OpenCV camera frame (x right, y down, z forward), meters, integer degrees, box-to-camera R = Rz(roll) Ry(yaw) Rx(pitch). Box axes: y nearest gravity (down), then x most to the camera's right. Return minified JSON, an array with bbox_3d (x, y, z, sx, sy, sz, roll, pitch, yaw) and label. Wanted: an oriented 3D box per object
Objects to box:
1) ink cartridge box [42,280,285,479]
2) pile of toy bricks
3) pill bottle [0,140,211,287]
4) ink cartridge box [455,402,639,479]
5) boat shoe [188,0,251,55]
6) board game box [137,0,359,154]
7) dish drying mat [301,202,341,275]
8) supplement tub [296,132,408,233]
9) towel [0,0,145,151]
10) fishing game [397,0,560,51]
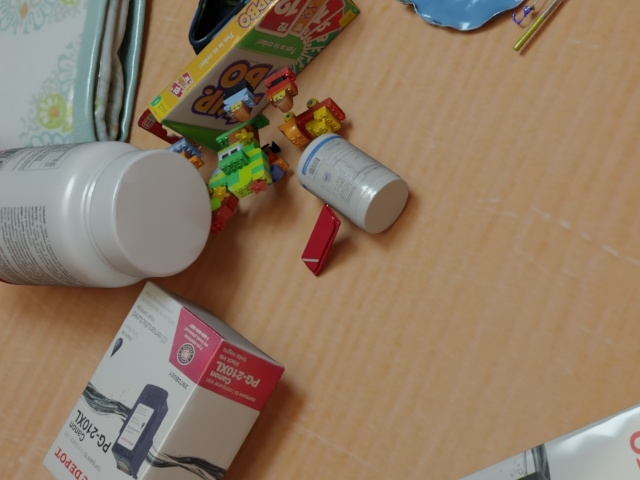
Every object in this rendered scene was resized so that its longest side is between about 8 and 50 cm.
[{"bbox_3d":[-0.170,0.189,1.579,0.172,0.100,0.237,32,92,51],"label":"ink cartridge box"},{"bbox_3d":[-0.079,-0.086,1.617,0.212,0.118,0.105,-29,44,20],"label":"pile of toy bricks"},{"bbox_3d":[-0.262,-0.028,1.644,0.283,0.160,0.160,0,75,45],"label":"pill bottle"},{"bbox_3d":[0.223,0.304,1.338,0.307,0.129,0.223,-26,64,19],"label":"ink cartridge box"},{"bbox_3d":[-0.075,-0.320,1.710,0.109,0.089,0.258,11,80,30],"label":"boat shoe"},{"bbox_3d":[-0.081,-0.195,1.655,0.259,0.124,0.039,-42,61,12],"label":"board game box"},{"bbox_3d":[0.000,0.000,1.593,0.032,0.008,0.083,55,141,30],"label":"dish drying mat"},{"bbox_3d":[0.033,-0.062,1.585,0.107,0.071,0.071,37,94,31],"label":"supplement tub"},{"bbox_3d":[-0.365,-0.272,1.858,0.321,0.090,0.374,-1,75,31],"label":"towel"},{"bbox_3d":[0.159,-0.319,1.613,0.189,0.041,0.264,-46,59,6],"label":"fishing game"}]
